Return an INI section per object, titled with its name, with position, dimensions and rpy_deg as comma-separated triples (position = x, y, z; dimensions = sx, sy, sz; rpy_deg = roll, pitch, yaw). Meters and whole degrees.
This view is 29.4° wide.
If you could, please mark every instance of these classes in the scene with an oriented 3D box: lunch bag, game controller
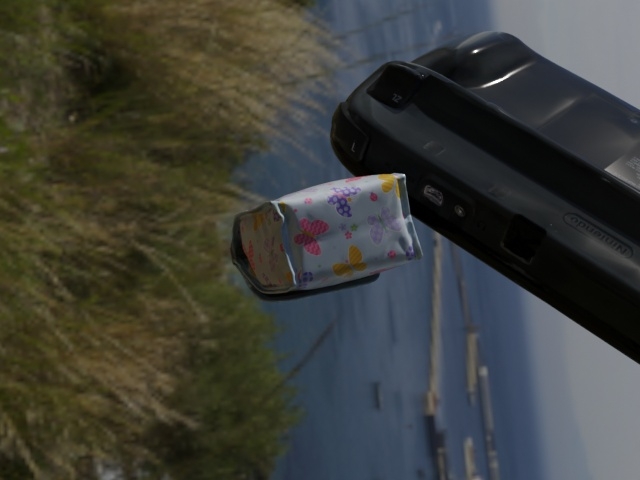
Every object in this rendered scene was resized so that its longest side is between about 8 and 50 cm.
[lunch bag]
position = 0.000, 0.000, 0.591
dimensions = 0.083, 0.071, 0.053
rpy_deg = -8, -85, 67
[game controller]
position = 0.161, -0.010, 0.616
dimensions = 0.166, 0.319, 0.067
rpy_deg = -25, 143, -49
